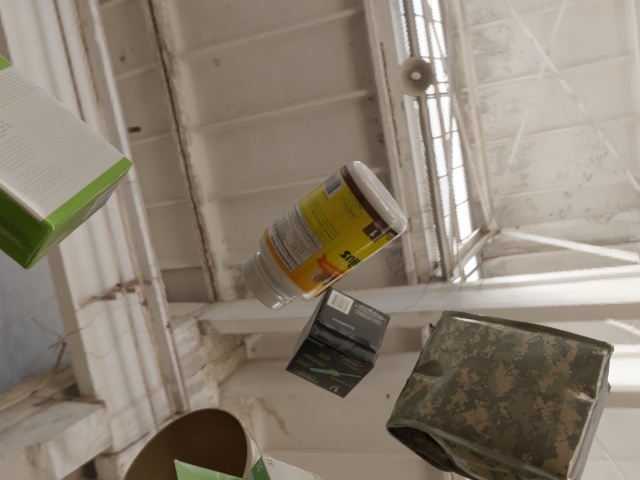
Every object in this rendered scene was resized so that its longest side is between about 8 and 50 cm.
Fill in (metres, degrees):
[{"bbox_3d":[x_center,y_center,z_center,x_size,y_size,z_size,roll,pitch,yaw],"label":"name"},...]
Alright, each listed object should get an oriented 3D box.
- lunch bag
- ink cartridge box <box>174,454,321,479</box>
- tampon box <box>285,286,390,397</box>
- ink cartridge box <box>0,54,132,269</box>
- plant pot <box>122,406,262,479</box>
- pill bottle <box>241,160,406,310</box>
[{"bbox_3d":[0.271,0.249,0.933,0.287,0.235,0.169,15,-34,32],"label":"lunch bag"},{"bbox_3d":[-0.068,0.360,0.792,0.056,0.235,0.171,-51,-147,6],"label":"ink cartridge box"},{"bbox_3d":[0.028,0.179,1.033,0.120,0.101,0.161,27,-37,-1],"label":"tampon box"},{"bbox_3d":[-0.407,-0.118,0.776,0.255,0.189,0.097,41,-56,-10],"label":"ink cartridge box"},{"bbox_3d":[-0.200,0.477,1.089,0.284,0.284,0.191,-14,-51,28],"label":"plant pot"},{"bbox_3d":[0.000,0.000,0.805,0.215,0.117,0.117,-38,-96,14],"label":"pill bottle"}]
